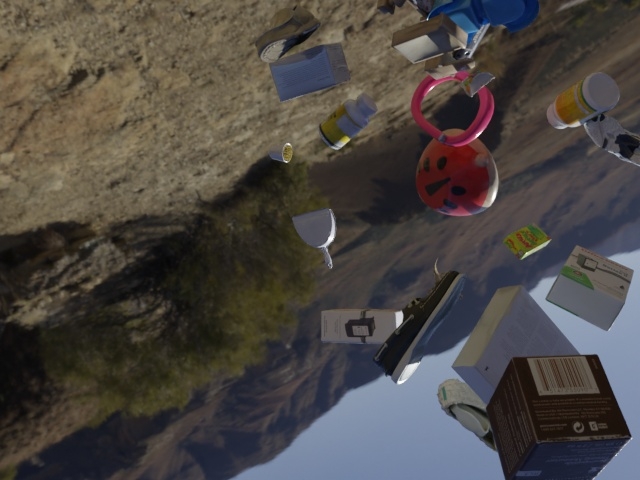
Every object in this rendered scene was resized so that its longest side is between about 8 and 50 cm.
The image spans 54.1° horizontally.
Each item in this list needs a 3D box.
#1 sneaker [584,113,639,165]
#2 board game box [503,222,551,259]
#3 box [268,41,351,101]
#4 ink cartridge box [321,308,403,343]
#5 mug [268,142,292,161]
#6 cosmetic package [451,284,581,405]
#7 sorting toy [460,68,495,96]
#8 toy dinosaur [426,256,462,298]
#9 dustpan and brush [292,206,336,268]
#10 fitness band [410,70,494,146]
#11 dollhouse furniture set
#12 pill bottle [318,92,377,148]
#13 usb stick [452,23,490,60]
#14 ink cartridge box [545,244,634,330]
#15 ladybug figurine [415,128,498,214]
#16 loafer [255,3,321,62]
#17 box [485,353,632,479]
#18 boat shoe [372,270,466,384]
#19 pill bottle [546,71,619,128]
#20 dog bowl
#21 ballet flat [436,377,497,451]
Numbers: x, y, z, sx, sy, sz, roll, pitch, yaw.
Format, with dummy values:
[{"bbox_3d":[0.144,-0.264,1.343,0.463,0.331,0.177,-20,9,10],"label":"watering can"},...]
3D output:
[{"bbox_3d":[0.933,-0.314,1.968,0.094,0.235,0.153,-63,165,13],"label":"sneaker"},{"bbox_3d":[0.770,0.001,2.330,0.181,0.092,0.043,-20,152,-39],"label":"board game box"},{"bbox_3d":[-0.027,-0.494,1.833,0.182,0.119,0.181,-13,-166,21],"label":"box"},{"bbox_3d":[0.142,0.263,1.935,0.237,0.100,0.172,-1,177,22],"label":"ink cartridge box"},{"bbox_3d":[-0.132,-0.284,2.045,0.064,0.062,0.078,9,153,26],"label":"mug"},{"bbox_3d":[0.553,0.351,1.665,0.284,0.377,0.097,-50,-165,-31],"label":"cosmetic package"},{"bbox_3d":[0.416,-0.436,1.707,0.083,0.045,0.075,-39,-156,-3],"label":"sorting toy"},{"bbox_3d":[0.349,0.130,1.834,0.053,0.183,0.092,8,-122,48],"label":"toy dinosaur"},{"bbox_3d":[0.000,0.000,2.163,0.147,0.211,0.060,-14,-176,19],"label":"dustpan and brush"},{"bbox_3d":[0.387,-0.403,1.867,0.054,0.291,0.209,24,110,-43],"label":"fitness band"},{"bbox_3d":[0.330,-0.684,1.736,0.303,0.355,0.174,23,162,-41],"label":"dollhouse furniture set"},{"bbox_3d":[0.088,-0.379,1.975,0.184,0.103,0.103,-37,167,28],"label":"pill bottle"},{"bbox_3d":[0.491,-0.673,1.919,0.077,0.045,0.278,-13,147,-33],"label":"usb stick"},{"bbox_3d":[0.891,0.147,2.063,0.289,0.211,0.121,-32,144,-54],"label":"ink cartridge box"},{"bbox_3d":[0.446,-0.215,2.134,0.162,0.305,0.449,-29,174,-11],"label":"ladybug figurine"},{"bbox_3d":[-0.098,-0.541,1.619,0.102,0.092,0.268,-39,-174,39],"label":"loafer"},{"bbox_3d":[0.425,0.332,1.149,0.169,0.167,0.203,-2,138,-4],"label":"box"},{"bbox_3d":[0.219,0.185,1.422,0.302,0.091,0.114,-59,153,11],"label":"boat shoe"},{"bbox_3d":[0.779,-0.411,1.882,0.118,0.117,0.208,-23,177,-17],"label":"pill bottle"},{"bbox_3d":[0.434,-0.627,1.688,0.297,0.074,0.166,-6,152,31],"label":"dog bowl"},{"bbox_3d":[0.542,0.610,2.037,0.147,0.409,0.147,-54,-174,8],"label":"ballet flat"}]
